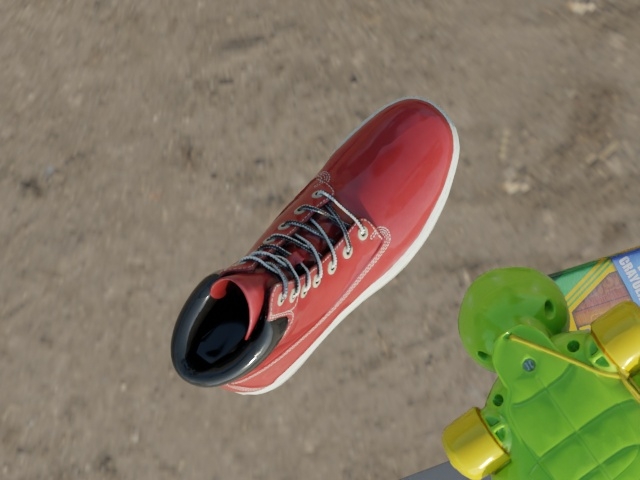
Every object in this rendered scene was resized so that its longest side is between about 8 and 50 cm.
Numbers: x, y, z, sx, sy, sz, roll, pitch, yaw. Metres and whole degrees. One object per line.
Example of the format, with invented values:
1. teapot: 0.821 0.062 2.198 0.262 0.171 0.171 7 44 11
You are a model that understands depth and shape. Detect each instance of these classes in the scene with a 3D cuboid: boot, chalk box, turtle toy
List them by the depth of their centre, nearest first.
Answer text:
1. turtle toy: 0.097 0.065 0.683 0.095 0.066 0.130 -36 76 11
2. boot: 0.000 0.000 1.173 0.088 0.176 0.244 39 91 11
3. chalk box: 0.284 0.067 1.512 0.213 0.132 0.132 -18 87 -8

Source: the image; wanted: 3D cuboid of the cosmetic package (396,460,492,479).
1. cosmetic package: 0.159 0.300 1.883 0.238 0.127 0.107 -16 148 -35
